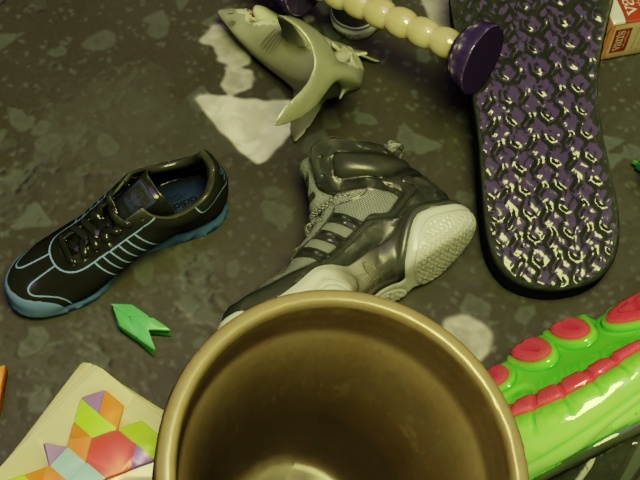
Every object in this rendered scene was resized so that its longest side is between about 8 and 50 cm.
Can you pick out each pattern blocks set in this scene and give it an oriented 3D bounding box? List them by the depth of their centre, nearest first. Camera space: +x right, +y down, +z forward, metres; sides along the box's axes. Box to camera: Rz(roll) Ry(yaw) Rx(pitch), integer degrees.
[{"bbox_3d":[-0.204,0.205,0.968,0.285,0.026,0.325,22,64,9],"label":"pattern blocks set"}]

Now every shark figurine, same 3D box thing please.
[{"bbox_3d":[-0.009,-0.149,1.101,0.166,0.278,0.116,19,102,-22],"label":"shark figurine"}]

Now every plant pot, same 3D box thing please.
[{"bbox_3d":[-0.002,0.200,0.851,0.263,0.229,0.263,5,63,-10],"label":"plant pot"}]

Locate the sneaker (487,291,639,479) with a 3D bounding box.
[{"bbox_3d":[0.358,0.116,0.898,0.482,0.202,0.185,-22,23,15],"label":"sneaker"}]

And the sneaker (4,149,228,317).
[{"bbox_3d":[-0.191,-0.013,1.045,0.232,0.090,0.081,-30,67,-16],"label":"sneaker"}]

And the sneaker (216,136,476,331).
[{"bbox_3d":[0.000,0.000,1.042,0.268,0.101,0.153,-27,65,-21],"label":"sneaker"}]

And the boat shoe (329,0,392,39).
[{"bbox_3d":[0.064,-0.325,1.221,0.080,0.076,0.229,21,64,10],"label":"boat shoe"}]

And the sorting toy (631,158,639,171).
[{"bbox_3d":[0.335,-0.083,1.111,0.042,0.061,0.102,34,44,16],"label":"sorting toy"}]

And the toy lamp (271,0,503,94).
[{"bbox_3d":[0.043,-0.227,1.100,0.274,0.080,0.080,32,66,26],"label":"toy lamp"}]

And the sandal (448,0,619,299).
[{"bbox_3d":[0.209,-0.157,1.135,0.167,0.107,0.446,2,76,2],"label":"sandal"}]

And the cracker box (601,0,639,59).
[{"bbox_3d":[0.390,-0.292,1.217,0.232,0.067,0.156,-12,63,-6],"label":"cracker box"}]
